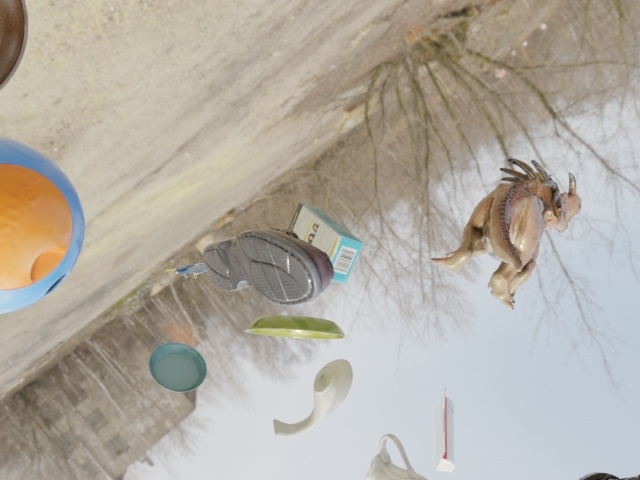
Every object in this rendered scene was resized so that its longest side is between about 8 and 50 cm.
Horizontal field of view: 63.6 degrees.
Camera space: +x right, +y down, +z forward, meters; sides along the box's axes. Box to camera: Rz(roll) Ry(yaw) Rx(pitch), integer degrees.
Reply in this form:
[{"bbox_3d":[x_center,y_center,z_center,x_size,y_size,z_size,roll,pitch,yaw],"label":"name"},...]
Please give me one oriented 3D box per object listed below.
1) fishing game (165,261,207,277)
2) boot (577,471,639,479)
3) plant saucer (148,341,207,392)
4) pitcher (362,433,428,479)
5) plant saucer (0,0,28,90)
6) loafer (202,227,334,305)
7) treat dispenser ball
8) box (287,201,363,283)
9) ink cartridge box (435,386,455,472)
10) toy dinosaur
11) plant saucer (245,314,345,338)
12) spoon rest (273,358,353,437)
[{"bbox_3d":[-0.302,0.082,1.412,0.264,0.041,0.189,-2,-174,36],"label":"fishing game"},{"bbox_3d":[0.374,0.467,0.751,0.348,0.131,0.260,-44,160,-9],"label":"boot"},{"bbox_3d":[-0.292,0.262,1.052,0.021,0.119,0.119,-57,172,33],"label":"plant saucer"},{"bbox_3d":[0.204,0.589,1.248,0.125,0.178,0.207,-3,-161,-36],"label":"pitcher"},{"bbox_3d":[-0.490,-0.264,0.551,0.050,0.311,0.310,-16,-161,49],"label":"plant saucer"},{"bbox_3d":[-0.072,0.023,0.755,0.095,0.109,0.302,-27,-165,-34],"label":"loafer"},{"bbox_3d":[-0.534,-0.024,0.824,0.288,0.288,0.288,-37,-176,3],"label":"treat dispenser ball"},{"bbox_3d":[0.000,0.000,1.156,0.101,0.060,0.244,-66,-151,11],"label":"box"},{"bbox_3d":[0.379,0.563,1.530,0.232,0.066,0.189,90,7,-55],"label":"ink cartridge box"},{"bbox_3d":[0.259,-0.029,0.688,0.200,0.127,0.295,-59,159,11],"label":"toy dinosaur"},{"bbox_3d":[-0.058,0.209,1.243,0.240,0.037,0.241,3,165,1],"label":"plant saucer"},{"bbox_3d":[-0.008,0.429,1.386,0.276,0.084,0.137,-46,-151,14],"label":"spoon rest"}]
